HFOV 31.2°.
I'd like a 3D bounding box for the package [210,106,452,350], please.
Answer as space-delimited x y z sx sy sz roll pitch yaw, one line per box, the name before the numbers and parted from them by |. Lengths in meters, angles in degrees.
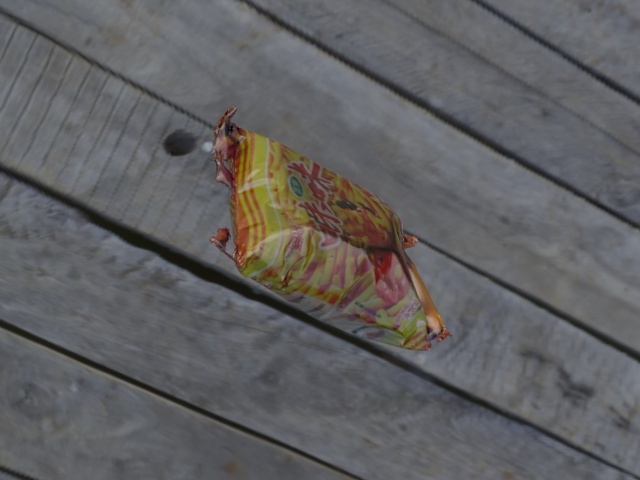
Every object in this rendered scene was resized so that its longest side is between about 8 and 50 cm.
package | 0.000 0.004 1.185 0.288 0.223 0.108 26 120 -24
